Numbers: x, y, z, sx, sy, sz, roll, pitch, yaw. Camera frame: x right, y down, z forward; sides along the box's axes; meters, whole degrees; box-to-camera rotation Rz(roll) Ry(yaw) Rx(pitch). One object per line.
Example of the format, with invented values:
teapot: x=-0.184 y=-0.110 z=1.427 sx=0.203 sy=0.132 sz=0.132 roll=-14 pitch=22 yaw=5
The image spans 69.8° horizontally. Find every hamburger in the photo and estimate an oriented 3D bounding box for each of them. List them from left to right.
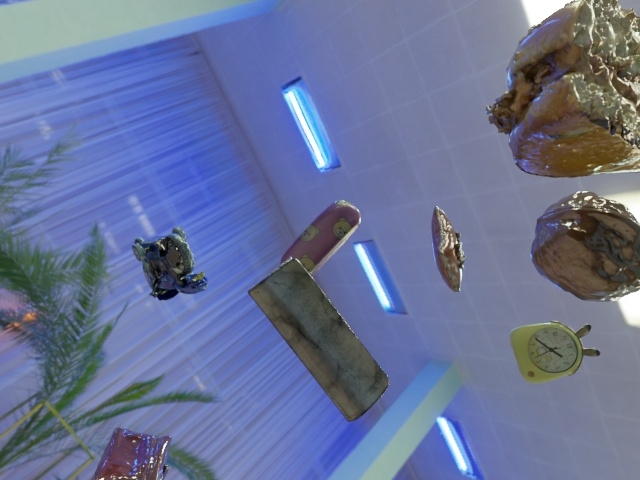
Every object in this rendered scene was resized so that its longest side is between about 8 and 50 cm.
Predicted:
hamburger: x=0.487 y=-0.261 z=0.884 sx=0.287 sy=0.446 sz=0.267 roll=-7 pitch=-100 yaw=52

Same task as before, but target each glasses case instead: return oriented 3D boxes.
glasses case: x=-0.003 y=0.179 z=0.839 sx=0.299 sy=0.114 sz=0.060 roll=52 pitch=-28 yaw=-2
glasses case: x=0.000 y=0.000 z=1.512 sx=0.123 sy=0.316 sz=0.076 roll=42 pitch=-3 yaw=24

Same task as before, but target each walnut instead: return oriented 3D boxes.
walnut: x=0.644 y=0.013 z=1.097 sx=0.273 sy=0.273 sz=0.227 roll=51 pitch=-1 yaw=5

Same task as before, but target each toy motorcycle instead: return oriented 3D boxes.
toy motorcycle: x=-0.349 y=0.064 z=1.054 sx=0.316 sy=0.113 sz=0.168 roll=-1 pitch=-68 yaw=52

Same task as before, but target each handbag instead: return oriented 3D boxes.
handbag: x=-0.385 y=0.492 z=0.927 sx=0.225 sy=0.136 sz=0.146 roll=-130 pitch=-124 yaw=-75

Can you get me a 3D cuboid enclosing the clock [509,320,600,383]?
clock: x=0.699 y=0.323 z=1.368 sx=0.232 sy=0.069 sz=0.169 roll=-17 pitch=-104 yaw=18

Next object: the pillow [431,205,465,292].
pillow: x=0.337 y=0.021 z=1.209 sx=0.075 sy=0.179 sz=0.171 roll=-14 pitch=-48 yaw=18
